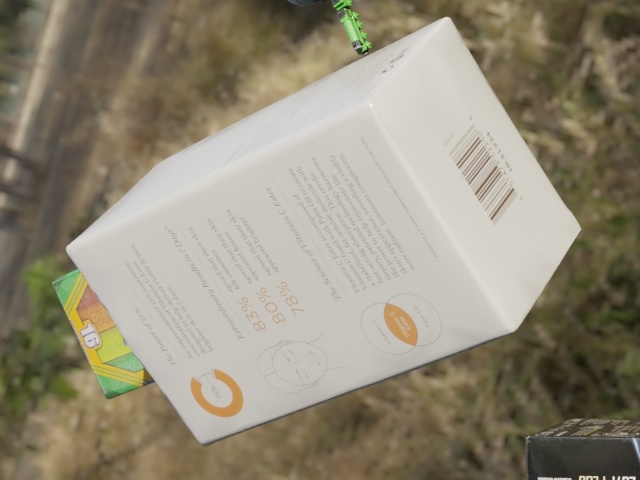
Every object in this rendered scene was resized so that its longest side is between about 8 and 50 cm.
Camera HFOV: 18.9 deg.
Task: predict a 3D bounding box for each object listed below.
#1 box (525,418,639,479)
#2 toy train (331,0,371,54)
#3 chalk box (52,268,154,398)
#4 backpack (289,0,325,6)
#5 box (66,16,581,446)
[{"bbox_3d":[0.257,0.191,1.567,0.180,0.147,0.078,2,-93,-73],"label":"box"},{"bbox_3d":[0.030,-0.233,2.030,0.017,0.023,0.083,-33,67,27],"label":"toy train"},{"bbox_3d":[-0.128,0.051,1.838,0.132,0.132,0.213,-25,0,-44],"label":"chalk box"},{"bbox_3d":[0.014,-0.353,2.063,0.144,0.188,0.166,88,157,-65],"label":"backpack"},{"bbox_3d":[0.000,0.000,1.580,0.345,0.215,0.168,-23,17,36],"label":"box"}]
